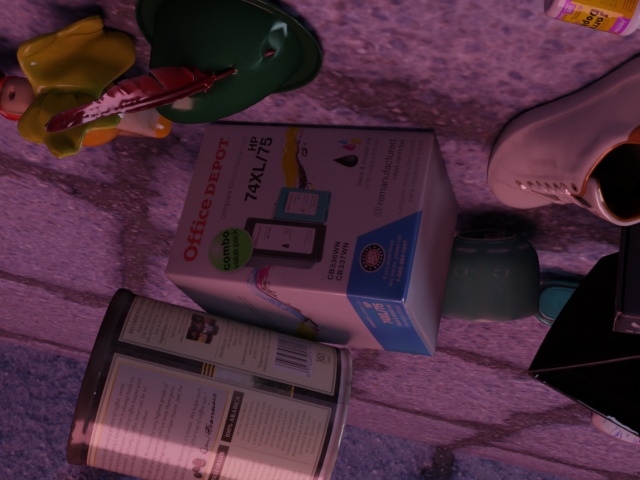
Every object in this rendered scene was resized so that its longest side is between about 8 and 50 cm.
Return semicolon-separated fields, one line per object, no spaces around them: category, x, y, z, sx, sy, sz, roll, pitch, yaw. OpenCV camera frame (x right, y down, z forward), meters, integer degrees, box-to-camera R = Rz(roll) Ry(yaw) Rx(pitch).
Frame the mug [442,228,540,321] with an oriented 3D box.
mug;0.202;0.037;1.086;0.130;0.097;0.158;-10;-166;-35

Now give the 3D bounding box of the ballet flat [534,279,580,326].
ballet flat;0.413;0.101;1.201;0.247;0.083;0.087;12;-177;2

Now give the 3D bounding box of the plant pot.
plant pot;0.374;0.104;0.938;0.188;0.166;0.187;29;157;-15

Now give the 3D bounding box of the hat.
hat;-0.117;-0.115;0.778;0.209;0.183;0.173;17;159;-10

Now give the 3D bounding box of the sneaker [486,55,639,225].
sneaker;0.239;-0.063;0.798;0.106;0.123;0.290;16;160;-14

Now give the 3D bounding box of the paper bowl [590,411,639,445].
paper bowl;0.574;0.236;1.332;0.284;0.148;0.284;12;160;4

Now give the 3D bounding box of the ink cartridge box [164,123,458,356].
ink cartridge box;0.000;0.000;0.987;0.270;0.198;0.197;4;158;19

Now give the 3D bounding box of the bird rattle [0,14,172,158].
bird rattle;-0.280;-0.138;0.911;0.254;0.143;0.207;-2;171;40

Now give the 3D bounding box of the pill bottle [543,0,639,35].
pill bottle;0.211;-0.177;0.629;0.083;0.043;0.043;14;159;-2

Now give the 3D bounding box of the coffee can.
coffee can;-0.124;0.187;0.976;0.276;0.201;0.201;16;159;-6

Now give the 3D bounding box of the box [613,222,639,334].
box;0.403;0.009;0.801;0.233;0.183;0.059;7;159;17
